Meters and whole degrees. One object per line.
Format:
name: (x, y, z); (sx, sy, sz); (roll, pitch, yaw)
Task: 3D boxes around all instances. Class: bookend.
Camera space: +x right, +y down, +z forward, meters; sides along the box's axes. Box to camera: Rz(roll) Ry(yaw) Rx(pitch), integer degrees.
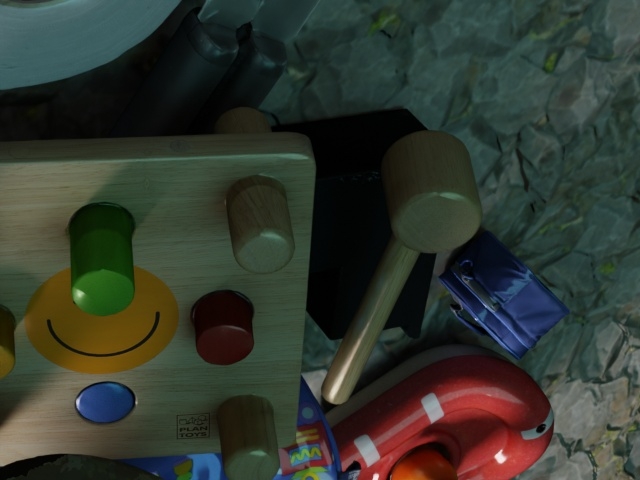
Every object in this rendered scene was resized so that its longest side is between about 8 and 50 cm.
bookend: (0.000, 0.000, 1.250); (0.156, 0.072, 0.157); (-11, 128, -26)

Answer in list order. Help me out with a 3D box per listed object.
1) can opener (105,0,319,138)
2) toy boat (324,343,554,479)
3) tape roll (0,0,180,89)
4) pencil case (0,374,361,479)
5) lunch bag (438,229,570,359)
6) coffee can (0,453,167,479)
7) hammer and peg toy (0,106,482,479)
can opener: (-0.068, -0.129, 1.121); (0.076, 0.095, 0.283); (11, 128, -39)
toy boat: (0.086, 0.191, 1.392); (0.231, 0.151, 0.151); (-33, 135, -8)
tape roll: (-0.167, -0.197, 0.995); (0.219, 0.072, 0.219); (-17, 130, -22)
pencil case: (-0.131, 0.185, 1.265); (0.306, 0.119, 0.133); (-21, 116, -18)
lunch bag: (0.137, 0.044, 1.376); (0.065, 0.067, 0.098); (-46, 134, 4)
coffee can: (-0.173, 0.296, 1.089); (0.201, 0.201, 0.275); (4, 129, -35)
hammer and peg toy: (-0.081, 0.047, 1.112); (0.361, 0.127, 0.266); (-2, 131, -9)
